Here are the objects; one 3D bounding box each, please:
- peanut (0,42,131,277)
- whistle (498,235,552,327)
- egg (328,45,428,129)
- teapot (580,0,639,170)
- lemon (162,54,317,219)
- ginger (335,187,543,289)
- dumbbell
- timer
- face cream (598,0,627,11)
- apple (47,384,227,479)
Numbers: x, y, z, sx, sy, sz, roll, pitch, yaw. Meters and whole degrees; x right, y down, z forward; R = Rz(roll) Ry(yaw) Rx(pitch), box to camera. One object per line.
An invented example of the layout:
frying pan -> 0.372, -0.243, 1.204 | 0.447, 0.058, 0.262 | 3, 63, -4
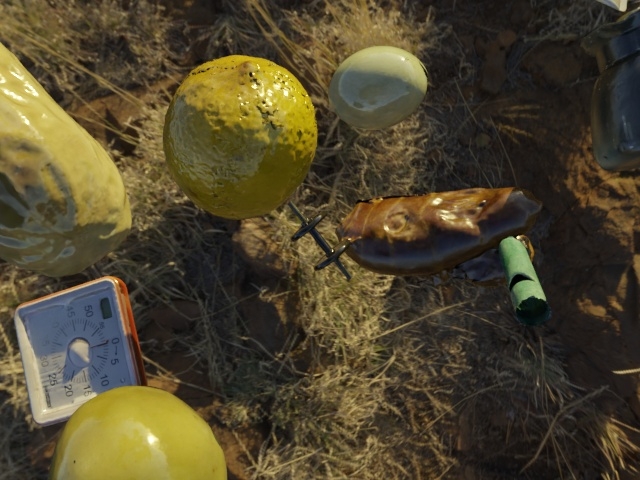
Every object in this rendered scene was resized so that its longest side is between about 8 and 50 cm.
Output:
peanut -> -0.315, -0.100, 0.495 | 0.152, 0.152, 0.313 | -35, 103, 13
whistle -> 0.247, 0.044, 0.648 | 0.039, 0.186, 0.039 | 5, 112, 11
egg -> 0.129, -0.355, 1.231 | 0.253, 0.186, 0.187 | -5, 79, 35
teapot -> 0.600, -0.287, 0.903 | 0.305, 0.223, 0.286 | -11, 85, -10
lemon -> -0.138, -0.168, 0.904 | 0.258, 0.257, 0.310 | 58, 141, 19
ginger -> 0.243, 0.010, 1.109 | 0.417, 0.254, 0.176 | -4, 46, 20
dumbbell -> 0.000, 0.000, 0.786 | 0.069, 0.069, 0.147 | -38, 96, 12
timer -> -0.481, 0.227, 1.111 | 0.249, 0.161, 0.258 | -20, 80, 25
face cream -> 0.414, -0.463, 0.872 | 0.223, 0.070, 0.114 | 21, 72, -8
apple -> -0.271, 0.352, 0.782 | 0.262, 0.262, 0.263 | -4, 80, 21
